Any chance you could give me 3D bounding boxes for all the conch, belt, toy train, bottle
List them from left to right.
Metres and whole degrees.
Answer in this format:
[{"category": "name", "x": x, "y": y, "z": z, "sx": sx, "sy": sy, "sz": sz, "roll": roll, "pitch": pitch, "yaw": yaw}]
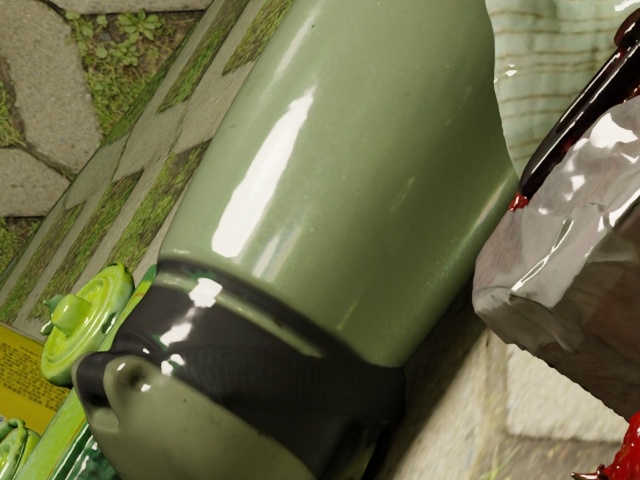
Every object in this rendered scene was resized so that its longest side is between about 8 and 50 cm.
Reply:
[{"category": "toy train", "x": -0.112, "y": 0.133, "z": 1.145, "sx": 0.271, "sy": 0.159, "sz": 0.188, "roll": -58, "pitch": 20, "yaw": -12}, {"category": "bottle", "x": 0.001, "y": 0.002, "z": 1.020, "sx": 0.347, "sy": 0.168, "sz": 0.168, "roll": -59, "pitch": 14, "yaw": -15}, {"category": "conch", "x": 0.136, "y": -0.091, "z": 0.888, "sx": 0.114, "sy": 0.137, "sz": 0.234, "roll": -17, "pitch": 42, "yaw": 27}, {"category": "belt", "x": 0.145, "y": -0.026, "z": 0.689, "sx": 0.201, "sy": 0.124, "sz": 0.128, "roll": -51, "pitch": 12, "yaw": 14}]

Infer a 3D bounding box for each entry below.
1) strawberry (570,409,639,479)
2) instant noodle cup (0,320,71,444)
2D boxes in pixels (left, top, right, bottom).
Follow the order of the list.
[{"category": "strawberry", "x": 0.130, "y": 0.081, "z": 0.553, "sx": 0.106, "sy": 0.106, "sz": 0.106, "roll": -51, "pitch": 14, "yaw": 18}, {"category": "instant noodle cup", "x": -0.251, "y": 0.180, "z": 1.413, "sx": 0.264, "sy": 0.200, "sz": 0.264, "roll": -51, "pitch": 15, "yaw": 20}]
